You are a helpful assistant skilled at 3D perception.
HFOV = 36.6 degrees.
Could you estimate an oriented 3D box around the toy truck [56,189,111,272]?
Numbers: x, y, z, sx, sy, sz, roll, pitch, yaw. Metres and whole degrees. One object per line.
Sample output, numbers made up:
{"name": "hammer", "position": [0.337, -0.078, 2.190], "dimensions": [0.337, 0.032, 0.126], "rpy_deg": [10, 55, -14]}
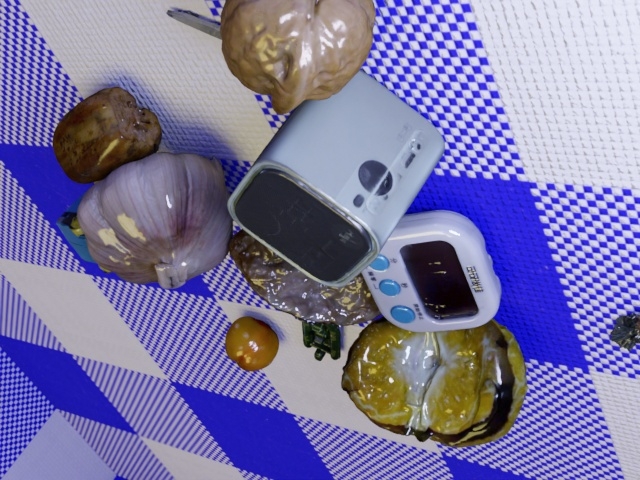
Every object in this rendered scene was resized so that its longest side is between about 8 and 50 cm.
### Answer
{"name": "toy truck", "position": [-0.433, -0.022, 2.250], "dimensions": [0.385, 0.162, 0.161], "rpy_deg": [6, 139, 37]}

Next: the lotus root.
{"name": "lotus root", "position": [-0.444, -0.207, 2.015], "dimensions": [0.193, 0.193, 0.291], "rpy_deg": [46, 141, -19]}

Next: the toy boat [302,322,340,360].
{"name": "toy boat", "position": [0.000, 0.214, 2.274], "dimensions": [0.104, 0.052, 0.210], "rpy_deg": [25, 149, 19]}

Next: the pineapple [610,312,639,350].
{"name": "pineapple", "position": [0.556, 0.152, 1.663], "dimensions": [0.074, 0.074, 0.159], "rpy_deg": [37, 157, -5]}

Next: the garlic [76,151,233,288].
{"name": "garlic", "position": [-0.325, -0.041, 1.949], "dimensions": [0.322, 0.322, 0.241], "rpy_deg": [56, 174, -31]}

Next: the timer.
{"name": "timer", "position": [0.202, 0.058, 1.789], "dimensions": [0.237, 0.087, 0.262], "rpy_deg": [-9, 128, 24]}

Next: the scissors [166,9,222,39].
{"name": "scissors", "position": [-0.139, -0.345, 1.669], "dimensions": [0.300, 0.022, 0.109], "rpy_deg": [25, 144, 17]}

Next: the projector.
{"name": "projector", "position": [0.025, -0.105, 1.625], "dimensions": [0.249, 0.249, 0.248], "rpy_deg": [37, 149, -5]}

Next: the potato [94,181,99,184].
{"name": "potato", "position": [-0.446, -0.135, 2.164], "dimensions": [0.147, 0.112, 0.112], "rpy_deg": [3, 137, 31]}

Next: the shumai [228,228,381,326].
{"name": "shumai", "position": [0.001, -0.003, 1.924], "dimensions": [0.346, 0.217, 0.283], "rpy_deg": [18, 115, 1]}

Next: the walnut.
{"name": "walnut", "position": [-0.037, -0.306, 1.441], "dimensions": [0.225, 0.257, 0.257], "rpy_deg": [4, 151, -13]}

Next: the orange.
{"name": "orange", "position": [0.245, 0.263, 1.942], "dimensions": [0.369, 0.270, 0.210], "rpy_deg": [7, 179, 30]}

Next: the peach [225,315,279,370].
{"name": "peach", "position": [-0.174, 0.261, 2.429], "dimensions": [0.138, 0.138, 0.138], "rpy_deg": [24, 147, 17]}
